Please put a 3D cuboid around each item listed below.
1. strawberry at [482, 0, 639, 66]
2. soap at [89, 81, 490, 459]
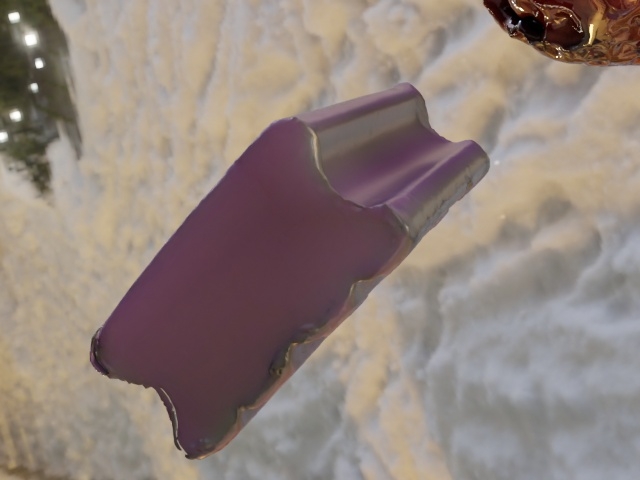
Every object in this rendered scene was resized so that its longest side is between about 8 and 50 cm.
[{"bbox_3d":[0.245,-0.200,0.809,0.253,0.280,0.150,-8,56,39],"label":"strawberry"},{"bbox_3d":[0.000,0.000,0.446,0.065,0.122,0.203,44,-161,3],"label":"soap"}]
